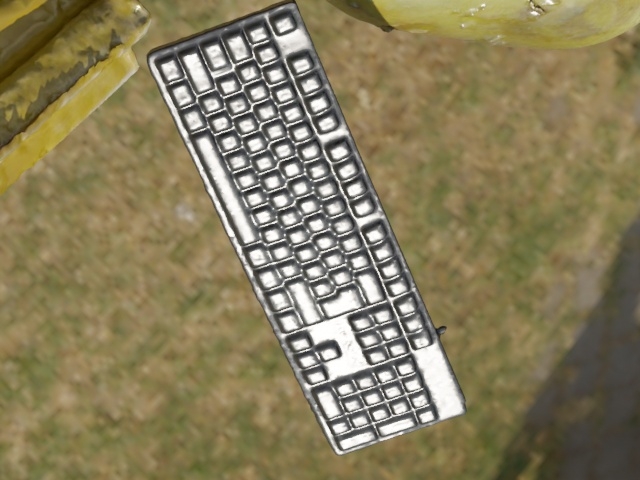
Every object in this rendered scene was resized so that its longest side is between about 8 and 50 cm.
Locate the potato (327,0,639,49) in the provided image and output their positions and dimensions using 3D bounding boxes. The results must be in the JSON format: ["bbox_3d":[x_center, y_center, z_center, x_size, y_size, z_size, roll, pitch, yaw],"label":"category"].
[{"bbox_3d":[0.104,-0.224,1.326,0.307,0.210,0.173,12,114,-21],"label":"potato"}]

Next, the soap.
[{"bbox_3d":[-0.383,-0.188,1.877,0.339,0.304,0.169,-45,171,-24],"label":"soap"}]

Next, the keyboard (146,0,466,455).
[{"bbox_3d":[0.000,0.000,1.174,0.101,0.018,0.310,-20,121,7],"label":"keyboard"}]
